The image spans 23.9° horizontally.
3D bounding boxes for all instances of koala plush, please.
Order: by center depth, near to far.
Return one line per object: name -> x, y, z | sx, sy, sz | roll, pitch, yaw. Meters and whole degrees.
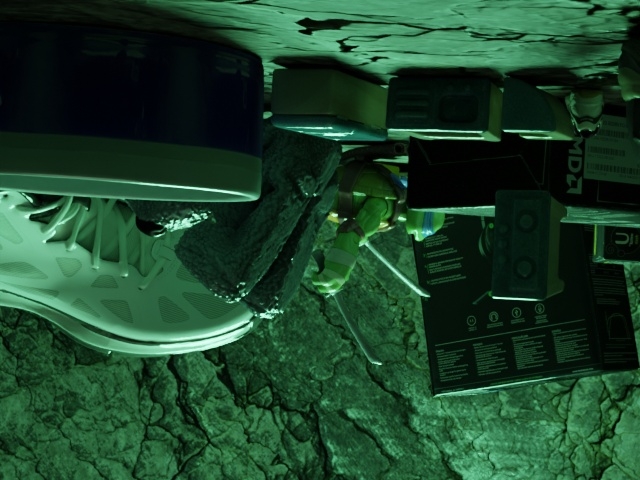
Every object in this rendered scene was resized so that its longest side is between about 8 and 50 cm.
koala plush -> -0.111, -0.062, 1.481 | 0.221, 0.203, 0.196 | 25, 176, 17

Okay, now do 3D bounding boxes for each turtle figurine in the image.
turtle figurine -> 0.000, 0.000, 1.787 | 0.266, 0.198, 0.275 | 20, 140, 12

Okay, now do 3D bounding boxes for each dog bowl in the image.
dog bowl -> -0.174, -0.090, 1.129 | 0.265, 0.104, 0.265 | 3, 178, 0

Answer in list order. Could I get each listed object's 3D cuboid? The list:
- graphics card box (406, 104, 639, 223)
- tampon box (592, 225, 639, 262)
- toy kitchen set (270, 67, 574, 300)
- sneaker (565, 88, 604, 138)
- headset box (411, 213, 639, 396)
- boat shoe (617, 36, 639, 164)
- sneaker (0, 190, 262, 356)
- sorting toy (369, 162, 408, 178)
graphics card box -> 0.293, -0.060, 1.414 | 0.371, 0.094, 0.233 | 3, 179, -27
tampon box -> 0.411, -0.029, 1.798 | 0.161, 0.120, 0.101 | 4, 178, 3
toy kitchen set -> 0.076, -0.042, 1.153 | 0.207, 0.166, 0.122 | 3, 179, 24
sneaker -> 0.209, -0.098, 1.200 | 0.032, 0.037, 0.083 | 1, 180, 13
headset box -> 0.262, 0.049, 1.984 | 0.246, 0.283, 0.131 | -14, 170, 31
boat shoe -> 0.282, -0.051, 1.013 | 0.132, 0.130, 0.355 | 3, 178, 33
sneaker -> -0.263, -0.004, 1.679 | 0.447, 0.169, 0.257 | 12, 154, -5
sorting toy -> 0.062, -0.090, 2.071 | 0.229, 0.041, 0.307 | 4, 175, -4
